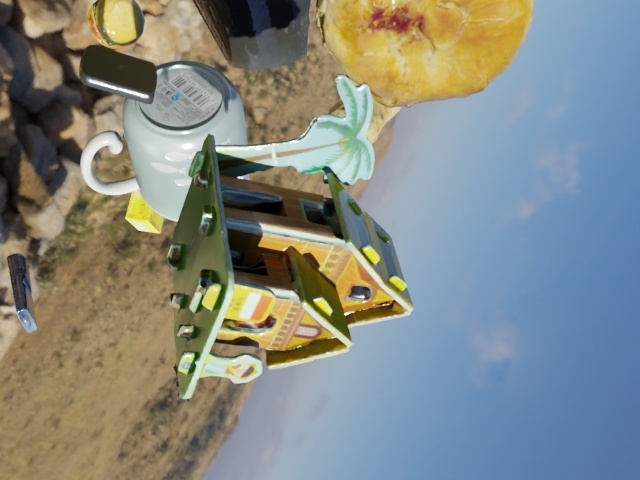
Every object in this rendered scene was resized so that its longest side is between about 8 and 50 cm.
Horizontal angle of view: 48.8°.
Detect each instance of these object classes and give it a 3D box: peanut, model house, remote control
[{"bbox_3d":[0.108,-0.304,1.641,0.290,0.130,0.130,-50,170,-32],"label":"peanut"},{"bbox_3d":[0.000,0.000,0.899,0.300,0.323,0.340,-107,-145,-47],"label":"model house"},{"bbox_3d":[-0.430,0.068,1.016,0.152,0.027,0.044,-125,-154,-47],"label":"remote control"}]

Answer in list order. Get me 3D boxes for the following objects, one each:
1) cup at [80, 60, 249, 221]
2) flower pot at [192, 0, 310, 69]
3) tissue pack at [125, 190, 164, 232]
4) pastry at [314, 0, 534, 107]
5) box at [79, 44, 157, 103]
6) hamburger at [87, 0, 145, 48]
[{"bbox_3d":[-0.328,-0.202,1.485,0.275,0.356,0.260,99,-29,-60],"label":"cup"},{"bbox_3d":[-0.160,-0.576,1.744,0.379,0.378,0.251,-63,151,-49],"label":"flower pot"},{"bbox_3d":[-0.416,-0.117,1.739,0.095,0.062,0.176,69,30,-70],"label":"tissue pack"},{"bbox_3d":[0.195,-0.440,1.321,0.245,0.409,0.410,-95,-160,-44],"label":"pastry"},{"bbox_3d":[-0.337,-0.278,1.177,0.126,0.125,0.027,-104,-145,-49],"label":"box"},{"bbox_3d":[-0.595,-0.641,2.058,0.115,0.162,0.162,4,-119,47],"label":"hamburger"}]
